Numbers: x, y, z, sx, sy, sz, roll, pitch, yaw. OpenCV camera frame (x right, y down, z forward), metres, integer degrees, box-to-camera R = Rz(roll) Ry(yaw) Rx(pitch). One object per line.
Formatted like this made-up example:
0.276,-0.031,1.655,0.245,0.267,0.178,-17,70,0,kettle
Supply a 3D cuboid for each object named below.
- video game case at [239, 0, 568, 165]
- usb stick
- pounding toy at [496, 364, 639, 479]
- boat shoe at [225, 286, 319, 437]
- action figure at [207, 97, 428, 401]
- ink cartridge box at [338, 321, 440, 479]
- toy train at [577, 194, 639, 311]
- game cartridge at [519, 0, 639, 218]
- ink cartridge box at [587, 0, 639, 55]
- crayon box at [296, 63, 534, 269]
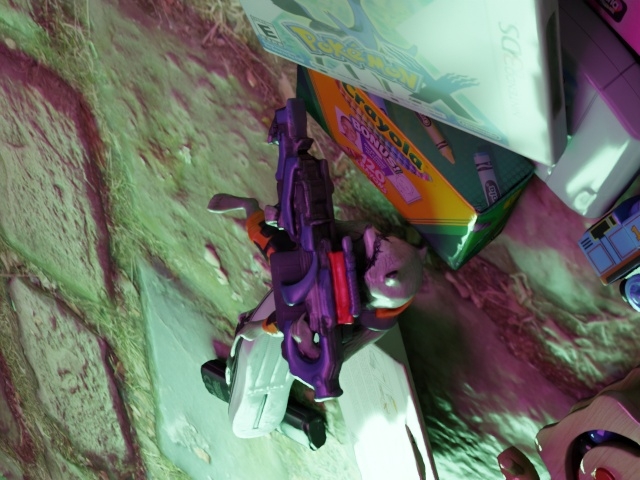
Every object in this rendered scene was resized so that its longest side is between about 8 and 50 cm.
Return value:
0.048,-0.199,0.907,0.329,0.036,0.300,26,166,23,video game case
-0.096,0.265,1.758,0.278,0.045,0.077,20,137,43,usb stick
0.295,0.258,1.156,0.154,0.155,0.269,55,147,12,pounding toy
-0.087,0.154,1.591,0.119,0.121,0.335,63,142,37,boat shoe
0.000,0.000,1.289,0.330,0.178,0.341,8,103,51,action figure
0.103,0.233,1.405,0.261,0.066,0.296,26,136,60,ink cartridge box
0.324,-0.006,0.987,0.105,0.080,0.184,58,147,12,toy train
0.189,-0.168,1.004,0.297,0.062,0.198,48,167,15,game cartridge
0.329,-0.268,0.763,0.176,0.069,0.371,56,146,27,ink cartridge box
0.091,-0.117,1.148,0.278,0.081,0.165,49,165,15,crayon box
